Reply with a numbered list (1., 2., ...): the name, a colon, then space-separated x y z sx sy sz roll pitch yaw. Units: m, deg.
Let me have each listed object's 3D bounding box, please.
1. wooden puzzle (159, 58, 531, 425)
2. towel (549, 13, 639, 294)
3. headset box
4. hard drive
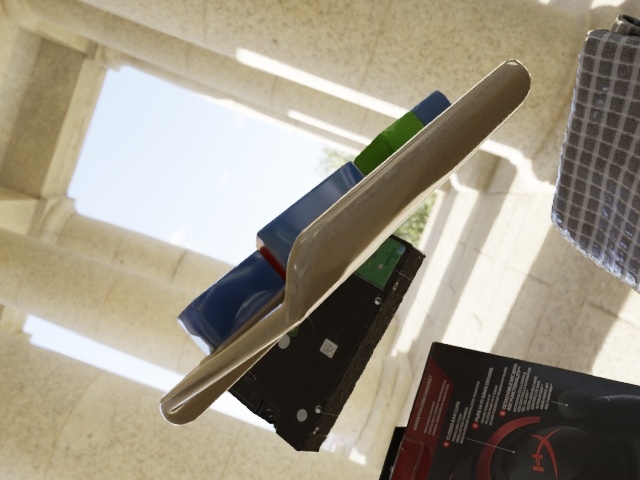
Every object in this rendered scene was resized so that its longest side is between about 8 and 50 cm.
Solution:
1. wooden puzzle: 0.000 0.000 0.585 0.322 0.080 0.348 -42 -4 -37
2. towel: 0.355 -0.069 0.649 0.235 0.121 0.284 -129 27 -48
3. headset box: 0.177 0.216 0.510 0.110 0.293 0.218 50 -126 -51
4. hard drive: -0.015 0.116 1.009 0.064 0.236 0.339 28 -90 -53
